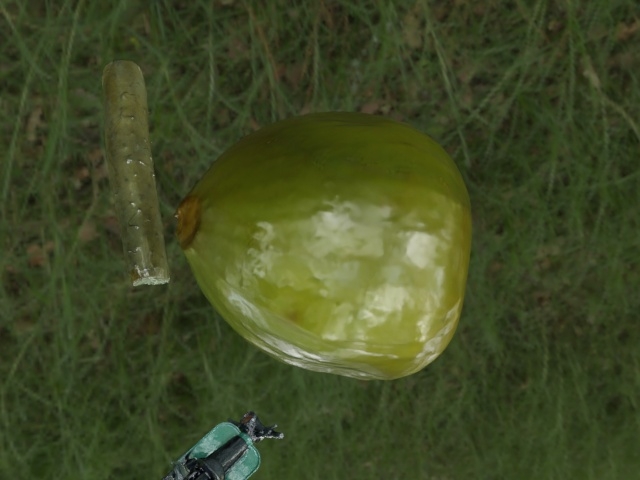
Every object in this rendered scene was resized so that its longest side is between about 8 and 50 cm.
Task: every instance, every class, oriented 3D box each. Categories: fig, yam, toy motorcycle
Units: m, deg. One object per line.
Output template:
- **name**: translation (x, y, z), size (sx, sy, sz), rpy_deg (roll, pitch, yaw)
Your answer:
- **fig**: translation (0.007, 0.003, 1.147), size (0.344, 0.343, 0.343), rpy_deg (-11, 148, -7)
- **yam**: translation (-0.295, -0.108, 1.531), size (0.083, 0.371, 0.083), rpy_deg (-9, 162, -3)
- **toy motorcycle**: translation (-0.094, 0.200, 0.869), size (0.100, 0.058, 0.173), rpy_deg (-41, 176, -21)
